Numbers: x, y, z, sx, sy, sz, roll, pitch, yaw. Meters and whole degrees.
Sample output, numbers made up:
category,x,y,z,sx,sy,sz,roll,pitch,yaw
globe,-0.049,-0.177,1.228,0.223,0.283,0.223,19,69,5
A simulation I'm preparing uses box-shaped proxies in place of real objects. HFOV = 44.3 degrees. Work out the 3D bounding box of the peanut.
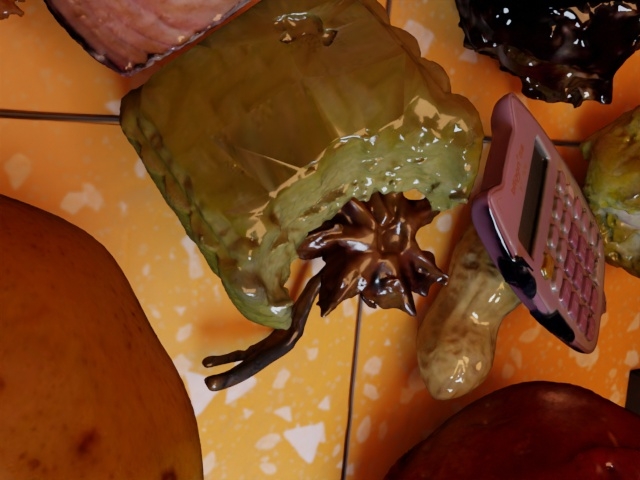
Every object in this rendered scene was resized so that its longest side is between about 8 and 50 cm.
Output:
category,x,y,z,sx,sy,sz,roll,pitch,yaw
peanut,0.174,0.071,0.879,0.230,0.098,0.103,-65,152,-3

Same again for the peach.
category,x,y,z,sx,sy,sz,roll,pitch,yaw
peach,0.215,0.359,0.852,0.353,0.339,0.417,33,85,7

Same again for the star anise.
category,x,y,z,sx,sy,sz,roll,pitch,yaw
star anise,0.000,0.003,0.753,0.237,0.148,0.346,33,87,-9

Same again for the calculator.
category,x,y,z,sx,sy,sz,roll,pitch,yaw
calculator,0.243,-0.005,0.843,0.294,0.043,0.194,46,48,-34

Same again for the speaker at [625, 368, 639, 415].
category,x,y,z,sx,sy,sz,roll,pitch,yaw
speaker,0.541,0.218,1.152,0.218,0.044,0.082,-2,103,-28

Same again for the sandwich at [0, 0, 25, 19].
category,x,y,z,sx,sy,sz,roll,pitch,yaw
sandwich,-0.285,-0.227,0.526,0.109,0.159,0.185,-39,124,-35

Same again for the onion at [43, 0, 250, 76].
category,x,y,z,sx,sy,sz,roll,pitch,yaw
onion,-0.122,-0.265,0.637,0.250,0.111,0.247,-36,80,-6

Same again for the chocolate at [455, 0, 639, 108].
category,x,y,z,sx,sy,sz,roll,pitch,yaw
chocolate,0.228,-0.208,0.811,0.206,0.224,0.177,-28,137,-21

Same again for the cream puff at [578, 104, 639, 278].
category,x,y,z,sx,sy,sz,roll,pitch,yaw
cream puff,0.439,-0.080,0.964,0.281,0.185,0.282,-4,139,-3

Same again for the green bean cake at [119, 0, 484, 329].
category,x,y,z,sx,sy,sz,roll,pitch,yaw
green bean cake,-0.015,-0.077,0.629,0.236,0.124,0.233,-36,78,-7

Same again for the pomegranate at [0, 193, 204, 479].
category,x,y,z,sx,sy,sz,roll,pitch,yaw
pomegranate,-0.279,0.162,0.509,0.416,0.416,0.417,-7,105,-27
